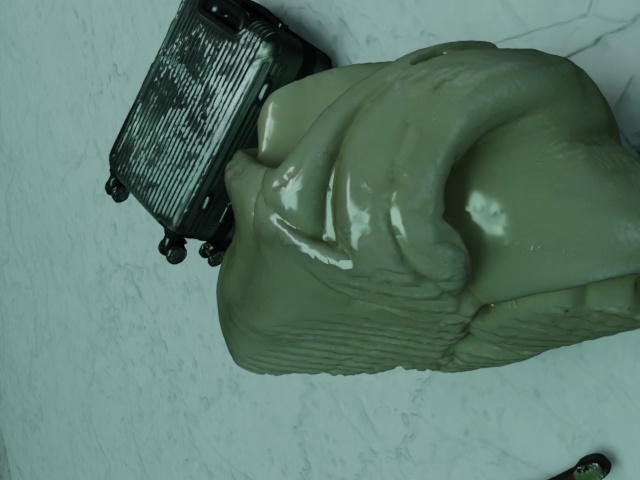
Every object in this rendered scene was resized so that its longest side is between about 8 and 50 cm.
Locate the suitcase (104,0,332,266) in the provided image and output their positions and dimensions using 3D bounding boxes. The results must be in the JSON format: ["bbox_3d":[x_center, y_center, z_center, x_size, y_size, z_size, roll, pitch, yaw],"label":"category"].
[{"bbox_3d":[-0.133,-0.142,0.849,0.202,0.128,0.312,42,111,33],"label":"suitcase"}]

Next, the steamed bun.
[{"bbox_3d":[0.080,-0.028,0.575,0.368,0.343,0.254,-41,46,53],"label":"steamed bun"}]

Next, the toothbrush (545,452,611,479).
[{"bbox_3d":[0.182,0.306,0.756,0.040,0.041,0.364,58,137,18],"label":"toothbrush"}]
